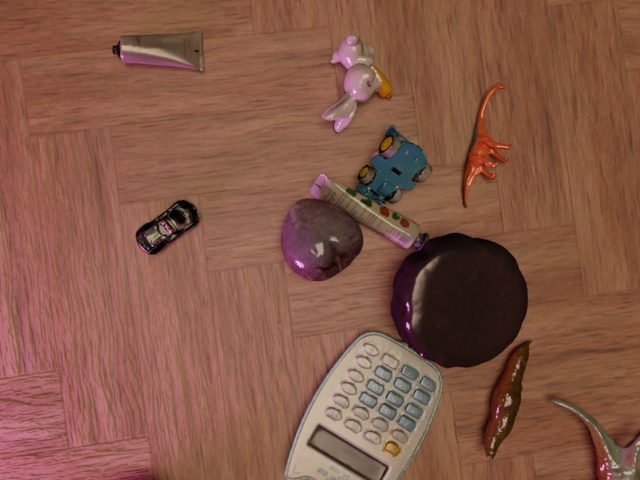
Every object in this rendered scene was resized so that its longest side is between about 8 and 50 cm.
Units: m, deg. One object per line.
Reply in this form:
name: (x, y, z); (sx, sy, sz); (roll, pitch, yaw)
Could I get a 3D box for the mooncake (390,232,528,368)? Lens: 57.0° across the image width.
mooncake: (0.283, 0.123, 1.234); (0.283, 0.141, 0.283); (-2, 99, -14)

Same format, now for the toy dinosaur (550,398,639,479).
toy dinosaur: (0.668, 0.476, 1.300); (0.393, 0.092, 0.205); (36, 93, -12)

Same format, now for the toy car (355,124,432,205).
toy car: (0.150, -0.157, 1.276); (0.126, 0.098, 0.161); (32, 118, -26)

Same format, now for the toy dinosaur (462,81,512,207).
toy dinosaur: (0.367, -0.207, 1.296); (0.101, 0.055, 0.279); (25, 90, 19)

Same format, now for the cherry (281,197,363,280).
cherry: (-0.004, 0.001, 1.227); (0.176, 0.140, 0.176); (-3, 64, 7)

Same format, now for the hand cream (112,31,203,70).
hand cream: (-0.344, -0.403, 1.248); (0.186, 0.054, 0.087); (-2, 85, -11)

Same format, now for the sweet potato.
sweet potato: (0.411, 0.343, 1.293); (0.067, 0.067, 0.274); (22, 83, -4)

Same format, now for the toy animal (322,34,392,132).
toy animal: (0.077, -0.332, 1.271); (0.127, 0.131, 0.181); (-8, 82, 27)

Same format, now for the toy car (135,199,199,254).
toy car: (-0.322, -0.028, 1.242); (0.142, 0.055, 0.069); (-36, 96, -3)

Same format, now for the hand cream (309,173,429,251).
hand cream: (0.106, -0.058, 1.266); (0.276, 0.095, 0.059); (28, 62, -7)

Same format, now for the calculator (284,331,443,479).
calculator: (0.102, 0.383, 1.272); (0.256, 0.054, 0.386); (32, 86, -3)
